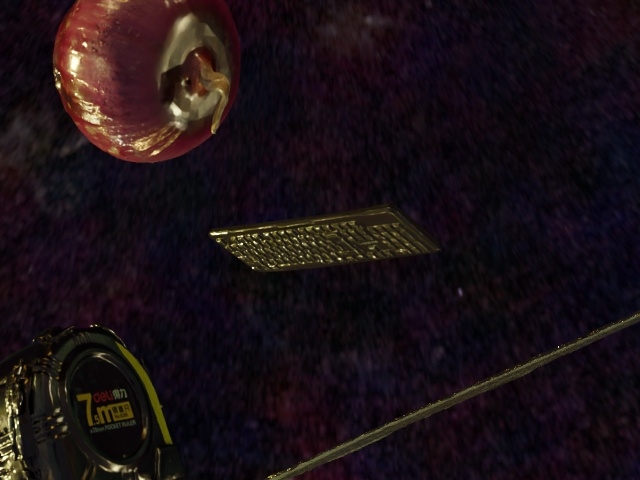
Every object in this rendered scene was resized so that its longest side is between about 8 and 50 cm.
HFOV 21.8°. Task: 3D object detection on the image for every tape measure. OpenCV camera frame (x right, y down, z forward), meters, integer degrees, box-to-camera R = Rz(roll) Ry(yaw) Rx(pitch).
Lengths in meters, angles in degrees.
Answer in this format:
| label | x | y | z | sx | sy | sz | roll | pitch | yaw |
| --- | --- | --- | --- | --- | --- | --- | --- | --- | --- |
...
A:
| label | x | y | z | sx | sy | sz | roll | pitch | yaw |
| --- | --- | --- | --- | --- | --- | --- | --- | --- | --- |
| tape measure | -0.230 | 0.175 | 1.574 | 0.112 | 0.199 | 0.186 | -22 | 81 | 30 |

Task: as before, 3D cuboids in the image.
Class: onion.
| label | x | y | z | sx | sy | sz | roll | pitch | yaw |
| --- | --- | --- | --- | --- | --- | --- | --- | --- | --- |
| onion | -0.144 | -0.156 | 1.427 | 0.153 | 0.177 | 0.177 | -17 | 111 | 33 |

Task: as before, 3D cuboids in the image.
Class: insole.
| label | x | y | z | sx | sy | sz | roll | pitch | yaw |
| --- | --- | --- | --- | --- | --- | --- | --- | --- | --- |
| insole | 0.088 | 0.013 | 0.389 | 0.232 | 0.080 | 0.003 | -21 | 82 | -20 |

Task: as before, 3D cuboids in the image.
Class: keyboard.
| label | x | y | z | sx | sy | sz | roll | pitch | yaw |
| --- | --- | --- | --- | --- | --- | --- | --- | --- | --- |
| keyboard | 0.000 | 0.000 | 1.007 | 0.155 | 0.010 | 0.053 | -8 | 145 | 43 |
